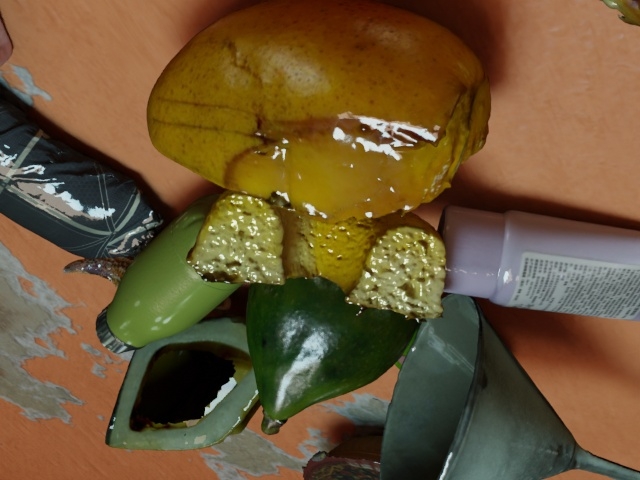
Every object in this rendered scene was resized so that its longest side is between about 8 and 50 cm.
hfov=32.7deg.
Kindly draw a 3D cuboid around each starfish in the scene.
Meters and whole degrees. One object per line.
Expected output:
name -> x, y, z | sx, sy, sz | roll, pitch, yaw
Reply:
starfish -> -0.229, 0.058, 1.466 | 0.216, 0.071, 0.238 | 33, 133, -5

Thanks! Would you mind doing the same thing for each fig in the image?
fig -> 0.001, 0.107, 1.235 | 0.195, 0.245, 0.195 | 21, 159, 9

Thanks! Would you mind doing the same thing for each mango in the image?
mango -> -0.012, -0.116, 0.991 | 0.350, 0.199, 0.201 | 9, 161, 32

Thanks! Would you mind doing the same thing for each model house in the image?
model house -> -0.119, 0.193, 1.481 | 0.268, 0.173, 0.239 | -4, 171, 24

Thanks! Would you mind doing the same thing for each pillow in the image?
pillow -> -0.351, -0.080, 1.328 | 0.335, 0.092, 0.161 | 35, 141, -16

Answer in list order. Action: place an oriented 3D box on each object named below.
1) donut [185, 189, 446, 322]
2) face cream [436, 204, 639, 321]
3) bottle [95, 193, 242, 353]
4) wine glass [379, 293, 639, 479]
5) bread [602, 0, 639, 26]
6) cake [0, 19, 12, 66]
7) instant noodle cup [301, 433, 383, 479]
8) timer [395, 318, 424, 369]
donut -> -0.005, -0.002, 1.091 | 0.259, 0.152, 0.101 | 9, 107, -12
face cream -> 0.254, 0.027, 1.116 | 0.274, 0.096, 0.154 | 9, 142, 0
bottle -> -0.179, 0.053, 1.325 | 0.112, 0.112, 0.260 | 38, 126, -18
wine glass -> 0.291, 0.244, 1.200 | 0.406, 0.267, 0.267 | 21, 146, -9
bread -> 0.213, -0.215, 0.698 | 0.346, 0.242, 0.405 | 22, 142, 9
cake -> -0.508, -0.202, 1.079 | 0.293, 0.306, 0.314 | 10, 142, 13
instant noodle cup -> 0.113, 0.361, 1.631 | 0.274, 0.090, 0.274 | 17, 145, 12
timer -> 0.161, 0.144, 1.352 | 0.128, 0.047, 0.140 | 35, 144, -12
